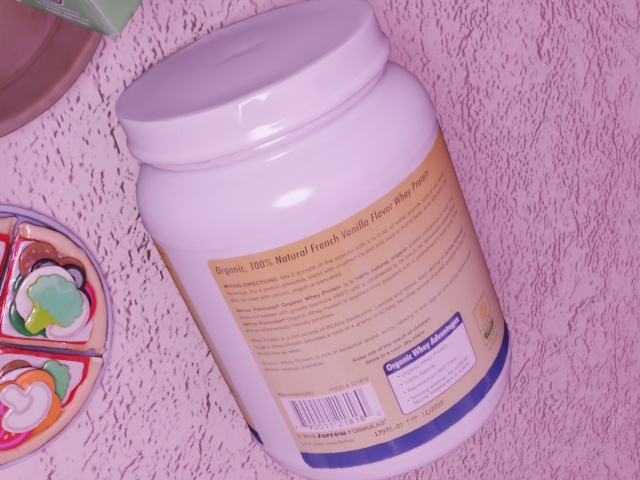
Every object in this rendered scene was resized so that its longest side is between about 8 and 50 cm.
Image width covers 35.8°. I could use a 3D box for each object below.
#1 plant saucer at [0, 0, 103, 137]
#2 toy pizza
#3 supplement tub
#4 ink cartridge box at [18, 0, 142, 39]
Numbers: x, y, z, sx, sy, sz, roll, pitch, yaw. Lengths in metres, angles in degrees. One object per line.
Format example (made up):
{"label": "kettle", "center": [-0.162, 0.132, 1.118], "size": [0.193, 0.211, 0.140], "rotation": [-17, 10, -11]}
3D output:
{"label": "plant saucer", "center": [-0.260, -0.194, 0.625], "size": [0.278, 0.041, 0.277], "rotation": [-9, 104, -37]}
{"label": "toy pizza", "center": [-0.237, 0.075, 0.706], "size": [0.201, 0.032, 0.201], "rotation": [-9, 105, -37]}
{"label": "supplement tub", "center": [0.000, 0.000, 0.751], "size": [0.228, 0.228, 0.316], "rotation": [-37, 121, -27]}
{"label": "ink cartridge box", "center": [-0.184, -0.218, 0.508], "size": [0.093, 0.154, 0.212], "rotation": [-60, 154, -12]}
